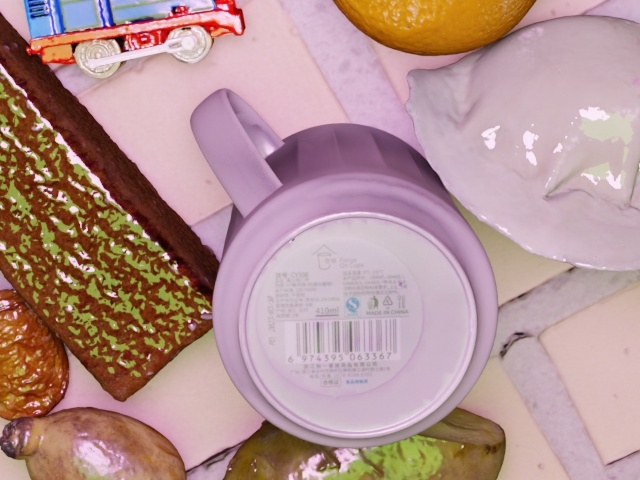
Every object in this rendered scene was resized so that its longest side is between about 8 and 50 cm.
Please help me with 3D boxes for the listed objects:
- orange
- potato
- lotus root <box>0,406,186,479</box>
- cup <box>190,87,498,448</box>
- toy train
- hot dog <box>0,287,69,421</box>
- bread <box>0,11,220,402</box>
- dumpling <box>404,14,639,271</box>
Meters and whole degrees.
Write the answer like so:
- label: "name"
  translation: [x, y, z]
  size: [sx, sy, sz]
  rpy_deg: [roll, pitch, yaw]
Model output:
- label: "orange"
  translation: [0.106, -0.273, 1.225]
  size: [0.236, 0.236, 0.236]
  rpy_deg: [0, 105, -1]
- label: "potato"
  translation: [0.044, 0.235, 1.410]
  size: [0.298, 0.141, 0.176]
  rpy_deg: [-14, 112, -6]
- label: "lotus root"
  translation: [-0.224, 0.233, 1.401]
  size: [0.214, 0.138, 0.138]
  rpy_deg: [38, 101, -24]
- label: "cup"
  translation: [0.000, 0.000, 1.246]
  size: [0.237, 0.327, 0.323]
  rpy_deg: [-40, 101, 8]
- label: "toy train"
  translation: [-0.179, -0.226, 1.308]
  size: [0.204, 0.083, 0.131]
  rpy_deg: [-8, 103, 0]
- label: "hot dog"
  translation: [-0.314, 0.114, 1.401]
  size: [0.099, 0.065, 0.147]
  rpy_deg: [-18, 111, 4]
- label: "bread"
  translation: [-0.270, -0.048, 1.338]
  size: [0.165, 0.113, 0.416]
  rpy_deg: [-39, 101, 7]
- label: "dumpling"
  translation: [0.263, -0.073, 1.304]
  size: [0.320, 0.212, 0.270]
  rpy_deg: [-17, 71, 5]
